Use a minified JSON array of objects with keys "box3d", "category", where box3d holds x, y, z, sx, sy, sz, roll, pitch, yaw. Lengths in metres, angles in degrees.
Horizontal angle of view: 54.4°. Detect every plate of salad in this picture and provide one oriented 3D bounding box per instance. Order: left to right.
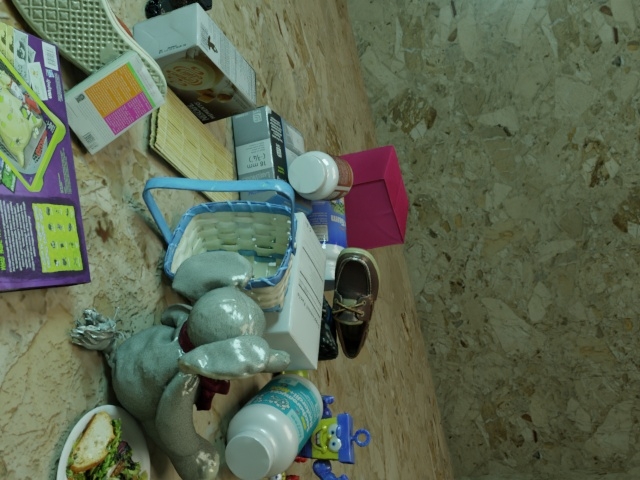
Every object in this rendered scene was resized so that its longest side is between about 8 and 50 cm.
[{"box3d":[-0.290,0.332,0.873,0.200,0.048,0.200,-11,90,-73],"category":"plate of salad"}]

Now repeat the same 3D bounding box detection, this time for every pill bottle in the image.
[{"box3d":[-0.097,0.381,1.269,0.264,0.146,0.146,-30,108,-71],"category":"pill bottle"},{"box3d":[-0.001,-0.160,1.552,0.216,0.121,0.121,-8,87,-72],"category":"pill bottle"},{"box3d":[0.000,0.000,1.761,0.152,0.152,0.272,43,40,-61],"category":"pill bottle"}]

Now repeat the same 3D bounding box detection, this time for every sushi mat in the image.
[{"box3d":[-0.256,-0.182,1.282,0.316,0.019,0.152,49,35,-62],"category":"sushi mat"}]

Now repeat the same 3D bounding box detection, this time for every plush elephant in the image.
[{"box3d":[-0.171,0.170,0.956,0.272,0.255,0.330,-97,160,-44],"category":"plush elephant"}]

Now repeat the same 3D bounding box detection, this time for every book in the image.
[{"box3d":[-0.321,-0.211,0.958,0.035,0.144,0.096,34,-22,44],"category":"book"}]

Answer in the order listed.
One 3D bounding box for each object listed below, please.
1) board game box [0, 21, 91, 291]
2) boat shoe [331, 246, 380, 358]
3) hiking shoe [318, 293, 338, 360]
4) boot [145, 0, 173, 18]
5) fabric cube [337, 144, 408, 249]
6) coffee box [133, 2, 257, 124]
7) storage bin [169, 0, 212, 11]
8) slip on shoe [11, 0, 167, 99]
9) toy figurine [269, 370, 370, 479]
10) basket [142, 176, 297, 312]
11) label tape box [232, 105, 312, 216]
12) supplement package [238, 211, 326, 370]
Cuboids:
[{"box3d":[-0.399,-0.107,0.791,0.208,0.056,0.347,5,75,-76],"category":"board game box"},{"box3d":[0.087,0.175,1.639,0.123,0.123,0.342,-75,171,-50],"category":"boat shoe"},{"box3d":[-0.025,0.193,1.685,0.132,0.113,0.304,-91,171,-49],"category":"hiking shoe"},{"box3d":[-0.305,-0.454,1.266,0.121,0.045,0.099,-73,150,-45],"category":"boot"},{"box3d":[0.147,-0.136,2.115,0.258,0.254,0.259,-72,147,-56],"category":"fabric cube"},{"box3d":[-0.242,-0.341,1.242,0.246,0.141,0.098,40,43,-65],"category":"coffee box"},{"box3d":[-0.300,-0.555,1.271,0.180,0.084,0.122,40,43,-64],"category":"storage bin"},{"box3d":[-0.364,-0.335,0.954,0.101,0.123,0.331,49,-2,45],"category":"slip on shoe"},{"box3d":[0.018,0.445,1.468,0.191,0.217,0.363,50,35,-57],"category":"toy figurine"},{"box3d":[-0.167,-0.002,1.124,0.289,0.254,0.201,86,10,-53],"category":"basket"},{"box3d":[-0.112,-0.137,1.573,0.240,0.105,0.334,20,61,-68],"category":"label tape box"},{"box3d":[-0.102,0.115,1.339,0.175,0.177,0.293,62,27,-49],"category":"supplement package"}]
